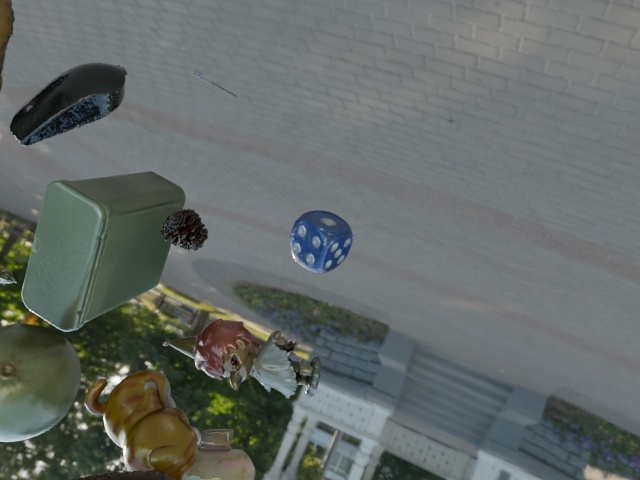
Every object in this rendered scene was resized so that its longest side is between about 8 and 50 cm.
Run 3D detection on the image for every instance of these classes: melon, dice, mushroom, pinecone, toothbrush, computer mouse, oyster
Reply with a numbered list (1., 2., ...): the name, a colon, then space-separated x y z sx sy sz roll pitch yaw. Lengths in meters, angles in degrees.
1. melon: -0.653 0.305 1.340 0.271 0.272 0.308 24 180 2
2. dice: 0.000 0.000 1.841 0.146 0.146 0.143 37 -146 30
3. mushroom: -0.295 0.675 1.805 0.162 0.236 0.173 -5 166 19
4. pinecone: -0.242 -0.018 1.116 0.083 0.077 0.077 46 159 -24
5. toothbrush: -0.171 -0.255 1.018 0.097 0.008 0.006 21 -156 -52
6. computer mouse: -0.578 -0.326 1.409 0.168 0.295 0.087 55 169 42
7. oyster: -0.819 0.071 1.514 0.108 0.053 0.165 9 162 35

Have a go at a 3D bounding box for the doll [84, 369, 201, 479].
1. doll: -0.341 0.381 1.255 0.269 0.162 0.167 28 139 46

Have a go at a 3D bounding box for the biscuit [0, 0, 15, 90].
1. biscuit: -0.829 -0.469 1.520 0.101 0.297 0.296 11 176 -34

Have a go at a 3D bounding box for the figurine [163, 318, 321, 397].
1. figurine: -0.190 0.282 1.488 0.386 0.166 0.207 15 140 -3

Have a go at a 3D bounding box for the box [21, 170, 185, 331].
1. box: -0.540 0.011 1.591 0.177 0.352 0.344 28 -159 16

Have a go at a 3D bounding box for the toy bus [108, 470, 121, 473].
1. toy bus: -0.588 0.711 1.573 0.138 0.175 0.287 6 -179 30

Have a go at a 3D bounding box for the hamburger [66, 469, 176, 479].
1. hamburger: -0.331 0.462 0.887 0.284 0.174 0.305 -7 140 -21
